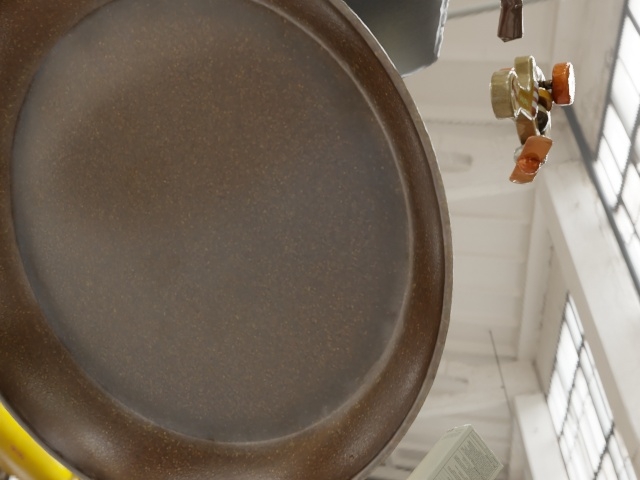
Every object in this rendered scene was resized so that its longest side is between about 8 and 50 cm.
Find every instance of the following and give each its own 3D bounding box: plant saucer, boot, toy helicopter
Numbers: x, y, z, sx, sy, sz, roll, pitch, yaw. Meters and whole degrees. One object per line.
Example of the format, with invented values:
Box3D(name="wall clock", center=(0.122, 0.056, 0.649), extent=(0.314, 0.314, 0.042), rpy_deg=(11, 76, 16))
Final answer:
Box3D(name="plant saucer", center=(-0.078, -0.003, 0.414), extent=(0.310, 0.050, 0.311), rpy_deg=(6, -74, 22))
Box3D(name="boot", center=(0.310, -0.397, 1.371), extent=(0.106, 0.037, 0.114), rpy_deg=(-6, -65, -19))
Box3D(name="toy helicopter", center=(0.371, -0.229, 1.466), extent=(0.140, 0.235, 0.355), rpy_deg=(1, 0, 27))

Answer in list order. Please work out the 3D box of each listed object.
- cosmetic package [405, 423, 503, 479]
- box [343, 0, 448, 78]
Box3D(name="cosmetic package", center=(0.124, 0.243, 0.787), extent=(0.060, 0.115, 0.041), rpy_deg=(53, -36, -1))
Box3D(name="box", center=(-0.174, -0.352, 0.866), extent=(0.479, 0.472, 0.297), rpy_deg=(-24, -15, -1))
